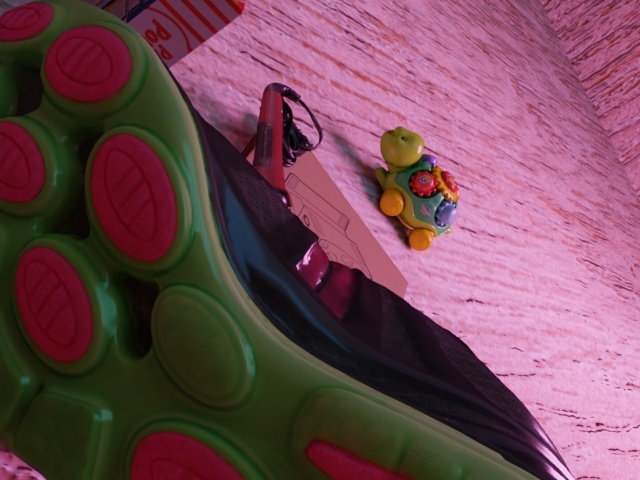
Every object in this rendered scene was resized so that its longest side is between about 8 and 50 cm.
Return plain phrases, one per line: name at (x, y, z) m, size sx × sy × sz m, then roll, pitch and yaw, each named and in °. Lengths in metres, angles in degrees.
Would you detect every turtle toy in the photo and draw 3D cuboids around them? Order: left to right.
turtle toy at (0.099, -0.057, 1.180) m, size 0.130 × 0.066 × 0.095 m, roll 50°, pitch 25°, yaw -18°

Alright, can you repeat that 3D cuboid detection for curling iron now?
curling iron at (-0.031, -0.031, 0.886) m, size 0.068 × 0.035 × 0.274 m, roll 42°, pitch 30°, yaw -29°

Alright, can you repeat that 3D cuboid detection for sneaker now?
sneaker at (-0.036, 0.069, 0.571) m, size 0.483 × 0.185 × 0.202 m, roll 48°, pitch 6°, yaw 20°

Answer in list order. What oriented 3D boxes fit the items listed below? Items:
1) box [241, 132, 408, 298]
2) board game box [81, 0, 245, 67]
box at (0.000, 0.000, 0.976) m, size 0.201 × 0.021 × 0.164 m, roll 53°, pitch 24°, yaw -14°
board game box at (-0.118, -0.182, 0.807) m, size 0.045 × 0.147 × 0.193 m, roll 43°, pitch 29°, yaw -31°
